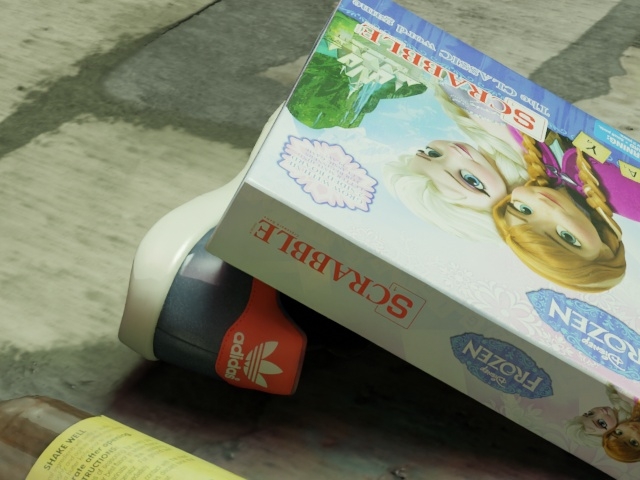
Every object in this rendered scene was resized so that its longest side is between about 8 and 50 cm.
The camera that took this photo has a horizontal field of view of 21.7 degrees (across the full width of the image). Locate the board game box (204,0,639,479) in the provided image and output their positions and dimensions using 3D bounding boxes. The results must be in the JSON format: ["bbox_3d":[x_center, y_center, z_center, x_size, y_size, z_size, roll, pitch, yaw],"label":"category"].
[{"bbox_3d":[0.113,-0.019,1.142,0.318,0.066,0.318,29,34,-4],"label":"board game box"}]

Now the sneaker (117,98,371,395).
[{"bbox_3d":[0.000,0.000,1.194,0.148,0.131,0.350,24,39,14],"label":"sneaker"}]

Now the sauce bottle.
[{"bbox_3d":[-0.130,0.152,0.940,0.344,0.111,0.111,22,37,28],"label":"sauce bottle"}]
